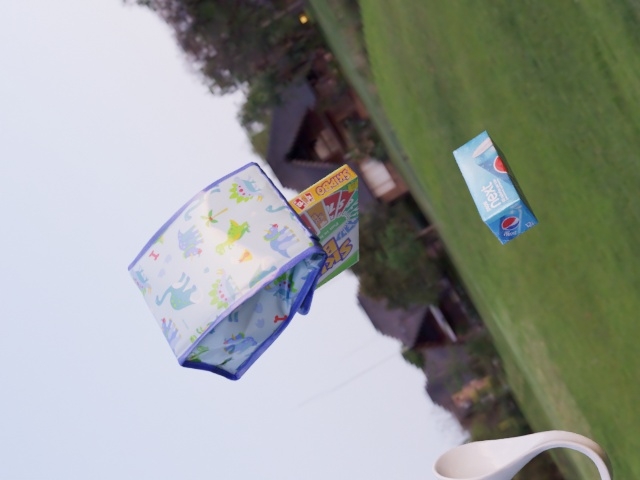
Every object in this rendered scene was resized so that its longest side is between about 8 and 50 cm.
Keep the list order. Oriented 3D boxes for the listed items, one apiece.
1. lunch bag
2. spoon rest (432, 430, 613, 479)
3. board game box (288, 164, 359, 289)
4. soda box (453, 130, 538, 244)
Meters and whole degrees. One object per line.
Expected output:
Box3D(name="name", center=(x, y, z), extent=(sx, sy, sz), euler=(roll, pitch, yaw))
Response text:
Box3D(name="lunch bag", center=(-0.074, 0.023, 0.920), extent=(0.096, 0.151, 0.129), euler=(23, -157, -50))
Box3D(name="spoon rest", center=(0.311, 0.343, 1.653), extent=(0.137, 0.277, 0.084), euler=(-43, -53, -69))
Box3D(name="board game box", center=(0.000, 0.000, 1.569), extent=(0.039, 0.124, 0.259), euler=(49, 162, 23))
Box3D(name="soda box", center=(0.292, -0.092, 1.784), extent=(0.067, 0.071, 0.210), euler=(45, -161, -35))
